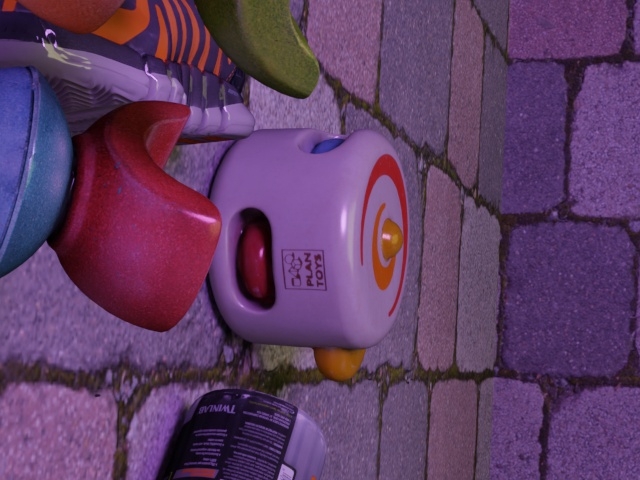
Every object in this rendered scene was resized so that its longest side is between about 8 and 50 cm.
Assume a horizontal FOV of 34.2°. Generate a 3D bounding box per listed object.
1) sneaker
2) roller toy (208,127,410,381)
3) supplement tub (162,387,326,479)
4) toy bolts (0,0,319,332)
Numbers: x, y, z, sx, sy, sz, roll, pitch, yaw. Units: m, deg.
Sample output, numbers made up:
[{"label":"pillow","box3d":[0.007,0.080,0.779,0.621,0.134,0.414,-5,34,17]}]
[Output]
[{"label":"sneaker","box3d":[-0.128,-0.151,0.614,0.321,0.125,0.180,-16,102,-80]},{"label":"roller toy","box3d":[0.000,0.000,0.907,0.191,0.146,0.209,60,37,-55]},{"label":"supplement tub","box3d":[-0.070,0.216,0.771,0.117,0.117,0.190,70,29,-46]},{"label":"toy bolts","box3d":[-0.105,-0.095,0.390,0.228,0.159,0.218,-62,-148,25]}]
